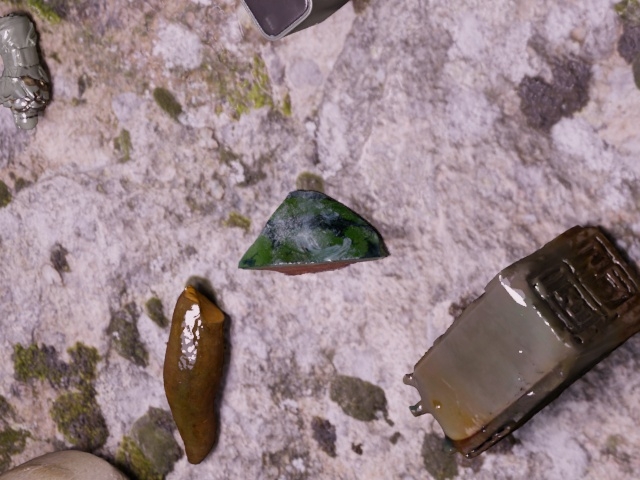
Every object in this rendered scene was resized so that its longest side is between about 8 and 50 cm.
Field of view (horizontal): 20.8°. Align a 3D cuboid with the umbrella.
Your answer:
[{"bbox_3d":[-0.368,-0.206,2.135,0.067,0.062,0.143,-5,99,5],"label":"umbrella"}]

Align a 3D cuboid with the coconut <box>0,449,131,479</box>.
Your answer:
[{"bbox_3d":[-0.345,0.400,2.234,0.245,0.247,0.245,13,114,31],"label":"coconut"}]

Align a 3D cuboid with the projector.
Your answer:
[{"bbox_3d":[-0.028,-0.268,1.848,0.083,0.082,0.083,-32,88,39],"label":"projector"}]

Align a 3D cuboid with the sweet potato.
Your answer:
[{"bbox_3d":[-0.154,0.175,2.120,0.077,0.077,0.244,18,116,30],"label":"sweet potato"}]

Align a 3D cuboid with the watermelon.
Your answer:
[{"bbox_3d":[-0.001,-0.003,1.960,0.155,0.080,0.101,2,74,38],"label":"watermelon"}]

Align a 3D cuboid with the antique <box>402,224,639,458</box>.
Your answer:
[{"bbox_3d":[0.200,0.118,1.815,0.125,0.150,0.284,53,137,12],"label":"antique"}]
